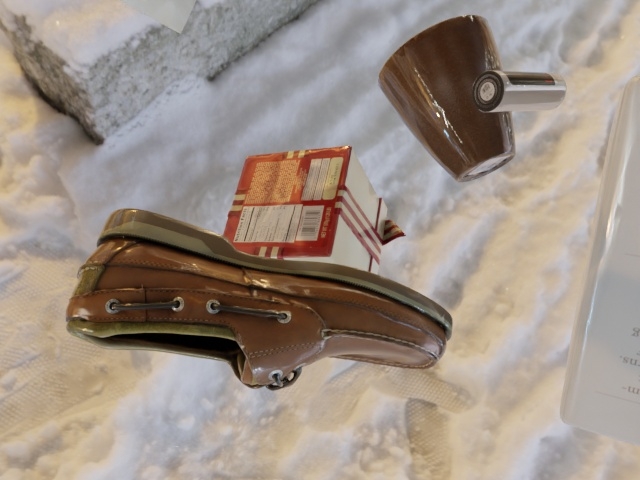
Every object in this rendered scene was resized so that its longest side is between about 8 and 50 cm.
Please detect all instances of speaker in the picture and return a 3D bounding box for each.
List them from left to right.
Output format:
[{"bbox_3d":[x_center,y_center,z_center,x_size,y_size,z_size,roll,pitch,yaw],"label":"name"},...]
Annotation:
[{"bbox_3d":[0.278,-0.207,0.691,0.136,0.055,0.055,-9,69,-30],"label":"speaker"}]

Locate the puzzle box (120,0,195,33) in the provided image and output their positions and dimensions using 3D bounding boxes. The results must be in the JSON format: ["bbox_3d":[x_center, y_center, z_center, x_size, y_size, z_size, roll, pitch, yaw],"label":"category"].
[{"bbox_3d":[-0.295,-0.471,0.588,0.409,0.272,0.052,17,21,-43],"label":"puzzle box"}]

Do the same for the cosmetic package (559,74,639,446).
[{"bbox_3d":[0.496,0.019,0.576,0.330,0.393,0.327,11,19,27],"label":"cosmetic package"}]

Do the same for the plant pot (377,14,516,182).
[{"bbox_3d":[0.246,-0.229,0.878,0.215,0.215,0.230,-18,77,-18],"label":"plant pot"}]

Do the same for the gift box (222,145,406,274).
[{"bbox_3d":[0.000,0.000,0.934,0.276,0.258,0.255,5,65,26],"label":"gift box"}]

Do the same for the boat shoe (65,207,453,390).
[{"bbox_3d":[-0.042,0.074,0.409,0.307,0.110,0.104,14,57,-4],"label":"boat shoe"}]
